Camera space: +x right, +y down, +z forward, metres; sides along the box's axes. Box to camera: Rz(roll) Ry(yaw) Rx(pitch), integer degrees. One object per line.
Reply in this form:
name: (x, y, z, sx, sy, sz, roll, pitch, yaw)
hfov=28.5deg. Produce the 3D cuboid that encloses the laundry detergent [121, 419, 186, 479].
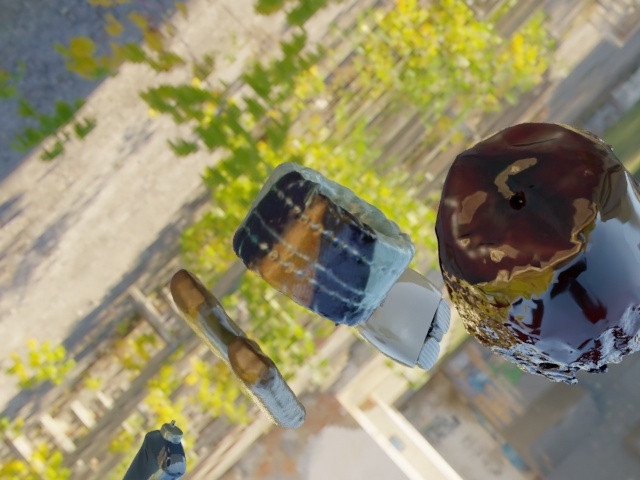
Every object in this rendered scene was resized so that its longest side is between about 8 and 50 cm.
laundry detergent: (-0.253, 0.358, 1.863, 0.061, 0.096, 0.206, 18, 103, -36)

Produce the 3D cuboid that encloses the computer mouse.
computer mouse: (0.137, 0.123, 2.067, 0.236, 0.082, 0.145, 40, 67, -43)

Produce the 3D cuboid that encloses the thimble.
thimble: (0.000, 0.000, 1.692, 0.150, 0.237, 0.237, -55, 164, 11)

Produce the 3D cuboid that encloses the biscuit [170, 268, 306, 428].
biscuit: (-0.125, 0.173, 1.927, 0.062, 0.237, 0.291, -40, 159, -8)

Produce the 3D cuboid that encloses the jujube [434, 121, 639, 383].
jujube: (0.251, 0.018, 1.329, 0.258, 0.258, 0.377, -44, 159, 0)
